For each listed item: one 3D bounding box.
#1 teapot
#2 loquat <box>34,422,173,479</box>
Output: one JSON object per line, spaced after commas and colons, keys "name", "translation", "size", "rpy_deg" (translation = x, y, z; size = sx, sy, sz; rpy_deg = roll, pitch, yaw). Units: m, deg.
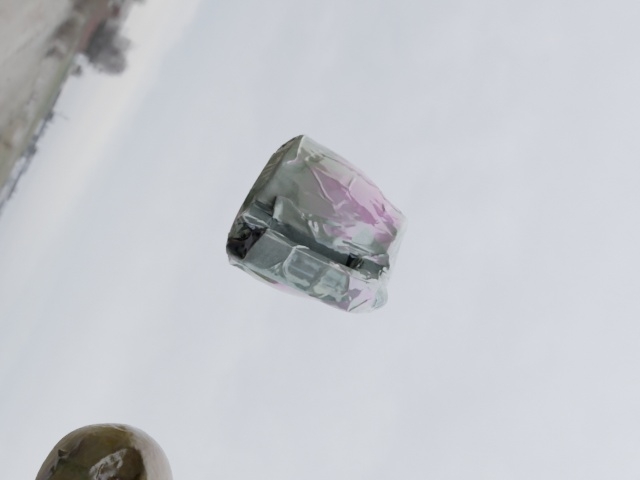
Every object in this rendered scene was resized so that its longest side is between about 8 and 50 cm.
{"name": "teapot", "translation": [0.007, -0.012, 1.072], "size": [0.163, 0.178, 0.221], "rpy_deg": [-61, 178, -6]}
{"name": "loquat", "translation": [-0.276, 0.320, 1.282], "size": [0.227, 0.179, 0.179], "rpy_deg": [132, -22, -57]}
